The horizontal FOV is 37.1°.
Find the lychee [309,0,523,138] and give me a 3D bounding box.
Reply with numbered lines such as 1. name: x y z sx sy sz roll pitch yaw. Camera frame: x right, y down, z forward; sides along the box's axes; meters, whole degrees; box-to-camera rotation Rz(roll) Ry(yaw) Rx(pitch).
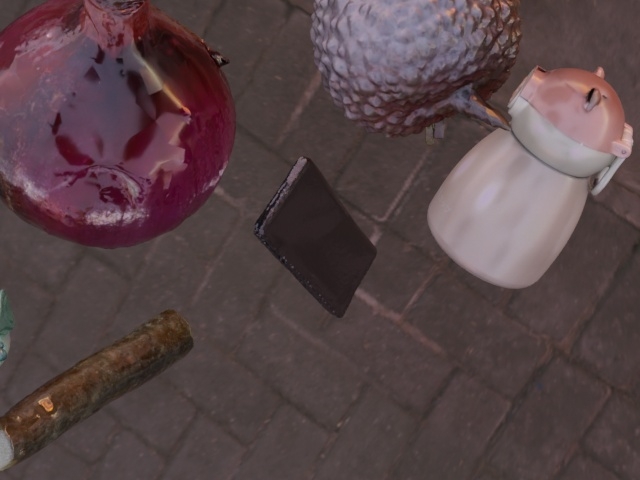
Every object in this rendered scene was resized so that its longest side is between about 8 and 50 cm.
1. lychee: 0.077 -0.153 0.745 0.165 0.165 0.197 -32 70 16

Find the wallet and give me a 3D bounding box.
1. wallet: -0.001 0.000 1.301 0.025 0.244 0.124 19 70 39

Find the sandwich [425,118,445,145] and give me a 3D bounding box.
1. sandwich: 0.159 -0.200 1.296 0.029 0.067 0.135 5 64 6

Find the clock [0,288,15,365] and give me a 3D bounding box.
1. clock: -0.337 0.088 0.804 0.211 0.159 0.066 23 133 52

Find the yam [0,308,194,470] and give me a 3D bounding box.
1. yam: -0.219 0.138 0.932 0.061 0.274 0.061 10 111 27

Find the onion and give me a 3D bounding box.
1. onion: -0.260 -0.189 1.162 0.347 0.348 0.385 33 142 12

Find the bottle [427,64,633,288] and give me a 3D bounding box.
1. bottle: 0.229 -0.078 1.008 0.147 0.147 0.237 37 121 11
